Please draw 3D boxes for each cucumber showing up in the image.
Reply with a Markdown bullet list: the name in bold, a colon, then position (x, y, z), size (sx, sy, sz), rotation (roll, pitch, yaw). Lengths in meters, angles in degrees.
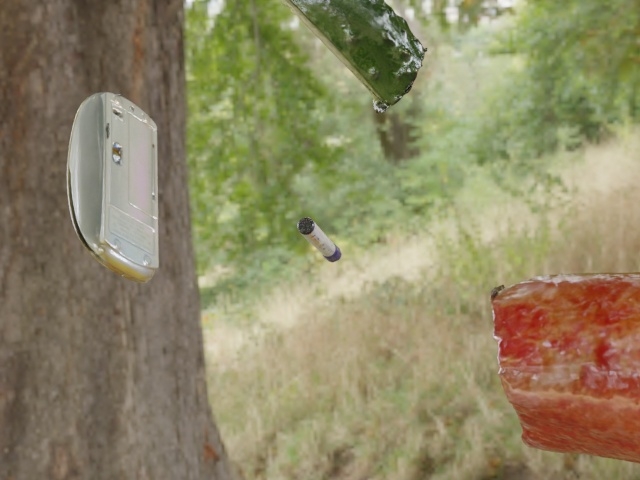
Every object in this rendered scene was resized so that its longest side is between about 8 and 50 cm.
- **cucumber**: position (0.028, -0.351, 1.627), size (0.145, 0.325, 0.105), rotation (-50, 17, -7)

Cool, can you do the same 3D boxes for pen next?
- **pen**: position (0.000, 0.000, 1.870), size (0.033, 0.033, 0.269), rotation (0, -11, 10)

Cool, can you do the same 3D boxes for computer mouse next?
- **computer mouse**: position (-0.195, -0.050, 1.032), size (0.045, 0.199, 0.102), rotation (-23, -33, 28)

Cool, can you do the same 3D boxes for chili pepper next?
- **chili pepper**: position (0.309, 0.138, 1.046), size (0.306, 0.229, 0.251), rotation (-3, 6, 25)
